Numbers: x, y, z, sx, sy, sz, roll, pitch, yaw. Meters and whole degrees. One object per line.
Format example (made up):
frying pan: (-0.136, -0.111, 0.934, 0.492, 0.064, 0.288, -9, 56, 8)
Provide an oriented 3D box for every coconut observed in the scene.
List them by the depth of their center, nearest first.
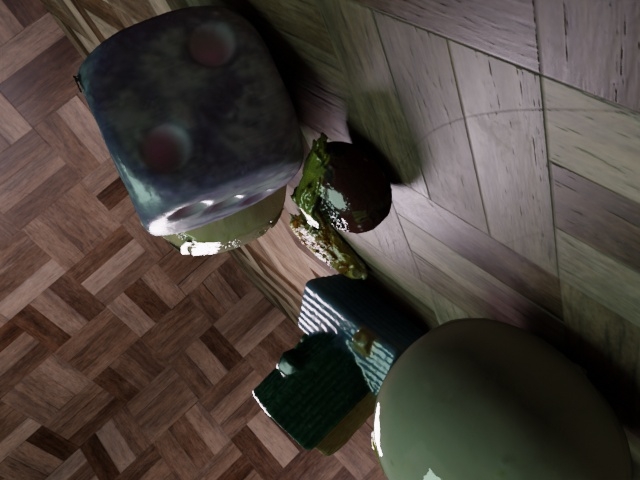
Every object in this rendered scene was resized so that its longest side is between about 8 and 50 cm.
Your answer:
coconut: (-0.228, -0.136, 1.349, 0.352, 0.352, 0.352, 45, 168, 12)

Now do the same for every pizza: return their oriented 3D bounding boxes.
pizza: (0.000, 0.000, 1.585, 0.292, 0.058, 0.197, 39, 165, 35)

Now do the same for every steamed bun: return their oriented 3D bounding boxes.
steamed bun: (0.256, 0.293, 0.984, 0.374, 0.334, 0.334, 42, 167, 38)

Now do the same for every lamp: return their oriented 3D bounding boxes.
lamp: (0.032, -0.075, 1.042, 0.157, 0.135, 0.156, 42, 168, 15)

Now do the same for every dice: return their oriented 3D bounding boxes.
dice: (-0.199, -0.179, 1.048, 0.270, 0.271, 0.270, 65, 167, 5)

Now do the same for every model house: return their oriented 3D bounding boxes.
model house: (0.028, 0.287, 1.624, 0.334, 0.382, 0.342, 38, 170, 29)
